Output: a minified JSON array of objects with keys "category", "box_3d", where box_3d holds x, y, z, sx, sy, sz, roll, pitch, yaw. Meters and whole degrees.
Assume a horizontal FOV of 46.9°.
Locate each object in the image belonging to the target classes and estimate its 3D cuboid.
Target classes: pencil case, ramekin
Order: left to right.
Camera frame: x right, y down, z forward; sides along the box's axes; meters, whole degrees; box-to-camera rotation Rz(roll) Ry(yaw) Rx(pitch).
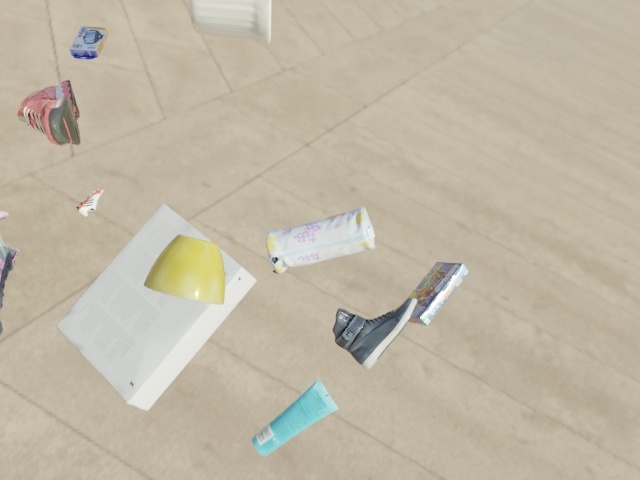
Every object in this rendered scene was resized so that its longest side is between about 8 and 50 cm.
[{"category":"ramekin","box_3d":[-0.152,-0.475,1.248,0.135,0.277,0.277,-1,34,-5]},{"category":"pencil case","box_3d":[0.000,0.000,1.834,0.273,0.113,0.124,-15,1,7]}]

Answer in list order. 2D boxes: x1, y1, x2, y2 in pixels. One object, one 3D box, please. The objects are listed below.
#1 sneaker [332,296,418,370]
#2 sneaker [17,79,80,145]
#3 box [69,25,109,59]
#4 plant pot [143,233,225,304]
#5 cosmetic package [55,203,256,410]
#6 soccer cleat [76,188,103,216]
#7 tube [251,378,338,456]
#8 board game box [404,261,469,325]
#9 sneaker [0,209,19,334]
[{"category":"sneaker","box_3d":[0.131,0.202,1.909,0.163,0.226,0.086,40,3,7]},{"category":"sneaker","box_3d":[-0.653,-0.290,1.762,0.136,0.115,0.314,-14,29,-10]},{"category":"box","box_3d":[-0.685,-0.584,2.182,0.081,0.028,0.136,4,48,2]},{"category":"plant pot","box_3d":[-0.214,0.043,1.215,0.134,0.095,0.134,14,-1,0]},{"category":"cosmetic package","box_3d":[-0.372,0.143,1.663,0.284,0.377,0.097,37,-7,31]},{"category":"soccer cleat","box_3d":[-0.544,-0.090,1.758,0.035,0.029,0.083,49,52,-13]},{"category":"tube","box_3d":[-0.062,0.406,1.666,0.080,0.207,0.052,53,8,14]},{"category":"board game box","box_3d":[0.312,0.145,2.061,0.035,0.201,0.136,46,-15,-17]},{"category":"sneaker","box_3d":[-0.773,0.075,1.754,0.131,0.318,0.112,-12,2,-34]}]
